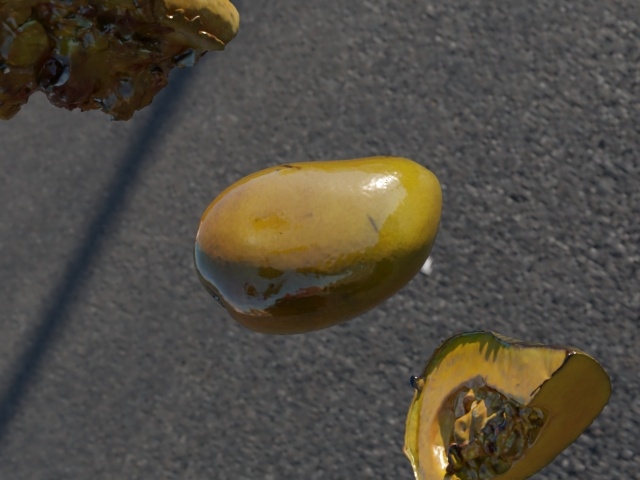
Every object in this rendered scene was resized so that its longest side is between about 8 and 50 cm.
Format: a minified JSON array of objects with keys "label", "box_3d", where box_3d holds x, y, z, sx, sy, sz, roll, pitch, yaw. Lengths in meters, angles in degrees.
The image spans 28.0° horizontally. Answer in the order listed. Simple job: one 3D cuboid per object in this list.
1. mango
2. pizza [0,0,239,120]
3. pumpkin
[{"label":"mango","box_3d":[0.000,0.000,1.559,0.317,0.173,0.211,-18,61,5]},{"label":"pizza","box_3d":[-0.204,-0.137,0.941,0.161,0.305,0.085,104,148,-52]},{"label":"pumpkin","box_3d":[0.202,0.158,1.391,0.278,0.111,0.163,-55,37,35]}]
